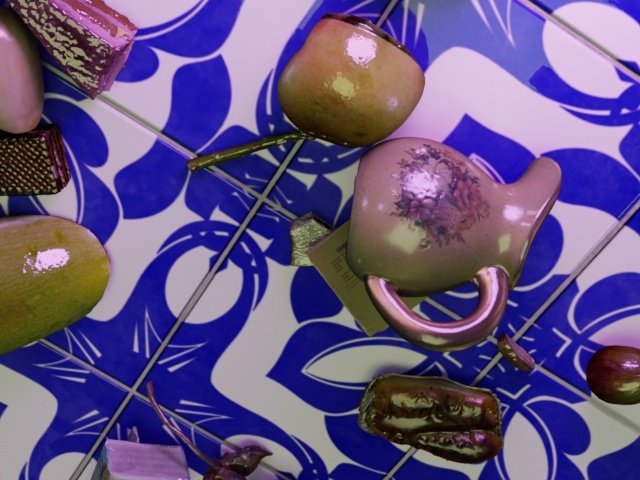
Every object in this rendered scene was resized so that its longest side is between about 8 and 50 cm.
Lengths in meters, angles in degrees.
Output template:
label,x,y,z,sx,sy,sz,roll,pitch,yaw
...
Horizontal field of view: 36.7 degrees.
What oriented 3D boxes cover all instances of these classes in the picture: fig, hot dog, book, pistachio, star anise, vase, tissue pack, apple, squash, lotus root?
label,x,y,z,sx,sy,sz,roll,pitch,yaw
fig,0.518,0.221,1.597,0.155,0.109,0.103,-13,113,37
hot dog,0.201,0.317,1.725,0.270,0.082,0.162,11,117,4
book,0.096,0.045,1.601,0.168,0.013,0.192,-37,108,1
pistachio,-0.503,-0.270,1.486,0.144,0.144,0.215,-4,115,11
star anise,-0.211,0.370,1.803,0.148,0.218,0.227,-42,128,-17
vase,0.188,0.012,1.434,0.302,0.329,0.241,9,153,1
tissue pack,-0.369,0.482,1.873,0.159,0.145,0.229,10,124,-24
apple,0.045,-0.227,1.416,0.188,0.174,0.207,35,133,-8
squash,-0.536,0.070,1.674,0.210,0.309,0.233,2,113,58
lotus root,0.335,0.200,1.666,0.083,0.037,0.030,41,120,-14

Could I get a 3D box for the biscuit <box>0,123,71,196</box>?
label,x,y,z,sx,sy,sz,roll,pitch,yaw
biscuit,-0.547,-0.132,1.604,0.252,0.070,0.106,-1,117,10

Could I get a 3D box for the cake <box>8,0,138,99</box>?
label,x,y,z,sx,sy,sz,roll,pitch,yaw
cake,-0.391,-0.353,1.440,0.113,0.116,0.295,-36,110,19

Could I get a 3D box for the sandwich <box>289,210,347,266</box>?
label,x,y,z,sx,sy,sz,roll,pitch,yaw
sandwich,0.000,0.000,1.611,0.105,0.036,0.093,4,117,6

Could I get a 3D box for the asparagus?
label,x,y,z,sx,sy,sz,roll,pitch,yaw
asparagus,-0.100,-0.150,1.554,0.248,0.024,0.025,-13,158,15
